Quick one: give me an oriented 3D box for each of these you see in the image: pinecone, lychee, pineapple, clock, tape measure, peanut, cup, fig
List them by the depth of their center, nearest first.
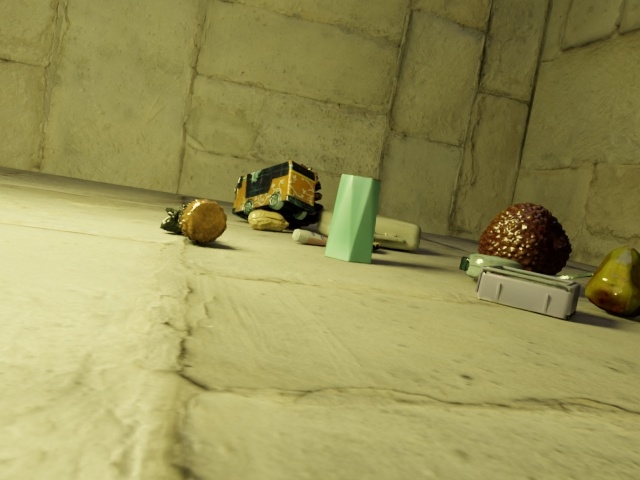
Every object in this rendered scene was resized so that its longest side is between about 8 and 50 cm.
[{"bbox_3d":[0.453,0.109,1.143,0.193,0.073,0.145,13,6,31],"label":"clock"},{"bbox_3d":[0.713,0.098,1.240,0.154,0.165,0.144,0,-18,26],"label":"fig"},{"bbox_3d":[-0.321,-0.050,1.310,0.119,0.111,0.237,42,-19,-24],"label":"pineapple"},{"bbox_3d":[0.533,0.095,1.361,0.330,0.084,0.164,12,8,28],"label":"tape measure"},{"bbox_3d":[0.097,-0.062,1.454,0.148,0.235,0.134,15,8,26],"label":"cup"},{"bbox_3d":[0.589,0.018,1.554,0.271,0.271,0.271,10,5,-1],"label":"lychee"},{"bbox_3d":[-0.191,-0.069,1.895,0.174,0.080,0.080,10,4,-44],"label":"peanut"},{"bbox_3d":[-0.099,-0.175,2.207,0.244,0.309,0.244,4,32,-3],"label":"pinecone"}]

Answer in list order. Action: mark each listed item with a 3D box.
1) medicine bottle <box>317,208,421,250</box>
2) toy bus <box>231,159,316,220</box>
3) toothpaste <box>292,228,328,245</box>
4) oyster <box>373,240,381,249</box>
[{"bbox_3d":[0.186,-0.045,2.024,0.375,0.123,0.282,7,4,-16],"label":"medicine bottle"},{"bbox_3d":[-0.180,-0.177,2.013,0.323,0.194,0.162,-9,-21,41],"label":"toy bus"},{"bbox_3d":[0.000,0.000,1.685,0.194,0.042,0.067,13,-1,-38],"label":"toothpaste"},{"bbox_3d":[0.154,0.007,1.791,0.105,0.056,0.177,18,8,16],"label":"oyster"}]
